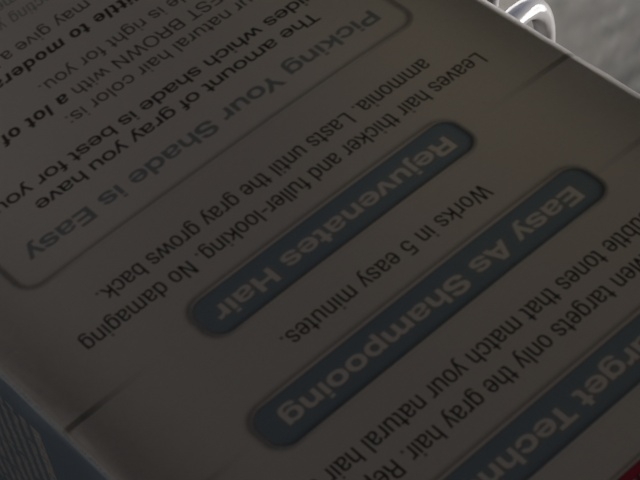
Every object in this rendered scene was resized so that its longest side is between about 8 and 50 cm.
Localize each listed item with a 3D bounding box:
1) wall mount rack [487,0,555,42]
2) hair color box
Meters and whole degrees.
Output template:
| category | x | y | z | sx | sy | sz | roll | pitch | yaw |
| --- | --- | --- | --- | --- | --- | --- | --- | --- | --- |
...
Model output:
| category | x | y | z | sx | sy | sz | roll | pitch | yaw |
| --- | --- | --- | --- | --- | --- | --- | --- | --- | --- |
| wall mount rack | 0.000 | 0.000 | 1.039 | 0.350 | 0.130 | 0.304 | -45 | 148 | -47 |
| hair color box | -0.005 | 0.019 | 0.558 | 0.185 | 0.374 | 0.113 | -37 | 143 | -22 |
